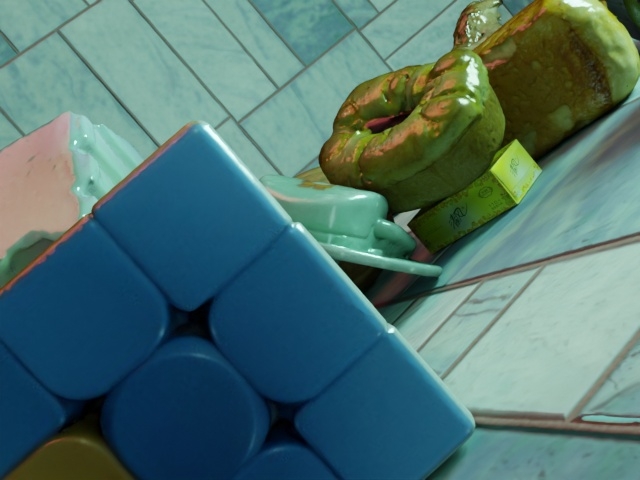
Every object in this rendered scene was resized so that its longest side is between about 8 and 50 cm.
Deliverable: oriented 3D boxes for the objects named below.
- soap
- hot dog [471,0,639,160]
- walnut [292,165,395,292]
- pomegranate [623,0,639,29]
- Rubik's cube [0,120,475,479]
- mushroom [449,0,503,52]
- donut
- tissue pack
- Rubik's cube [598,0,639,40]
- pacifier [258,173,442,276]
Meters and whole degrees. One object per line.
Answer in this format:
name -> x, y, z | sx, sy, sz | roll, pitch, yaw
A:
soap -> -0.231, 0.047, 1.013 | 0.156, 0.446, 0.261 | -28, 49, 7
hot dog -> 0.291, -0.220, 1.237 | 0.405, 0.185, 0.223 | -37, 8, 38
walnut -> 0.000, 0.000, 1.315 | 0.261, 0.225, 0.225 | -38, 4, -1
pomegranate -> 0.441, -0.297, 0.898 | 0.202, 0.202, 0.248 | -38, 36, 32
Rubik's cube -> -0.104, 0.114, 0.657 | 0.291, 0.290, 0.291 | -42, 5, -3
mushroom -> 0.346, -0.400, 1.899 | 0.345, 0.260, 0.345 | -32, 3, 2
donut -> 0.120, -0.138, 1.097 | 0.261, 0.128, 0.208 | -9, 49, 46
tissue pack -> 0.212, -0.059, 1.130 | 0.176, 0.062, 0.095 | -35, 8, 48
Rubik's cube -> 0.476, -0.451, 1.223 | 0.231, 0.221, 0.225 | -68, 2, -82
pacifier -> -0.014, 0.055, 1.065 | 0.288, 0.343, 0.269 | 7, -83, -60
